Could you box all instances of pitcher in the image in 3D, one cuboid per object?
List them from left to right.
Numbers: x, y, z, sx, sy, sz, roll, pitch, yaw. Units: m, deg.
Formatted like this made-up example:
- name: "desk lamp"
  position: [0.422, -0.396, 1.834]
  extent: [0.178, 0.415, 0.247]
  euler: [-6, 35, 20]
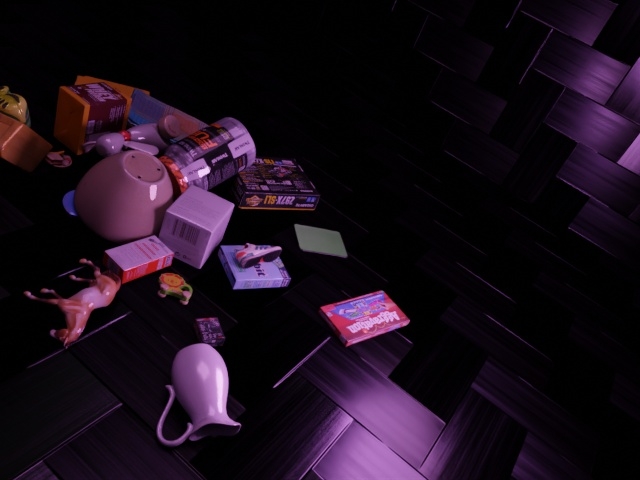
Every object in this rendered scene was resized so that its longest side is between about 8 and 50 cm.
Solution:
- name: "pitcher"
  position: [-0.289, 0.348, 1.277]
  extent: [0.178, 0.125, 0.207]
  euler: [-10, 56, -20]

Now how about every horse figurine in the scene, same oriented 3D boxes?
- name: "horse figurine"
  position: [-0.590, 0.136, 1.412]
  extent: [0.175, 0.066, 0.263]
  euler: [28, 35, 16]

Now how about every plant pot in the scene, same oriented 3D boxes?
- name: "plant pot"
  position: [-0.550, -0.154, 1.670]
  extent: [0.284, 0.191, 0.284]
  euler: [25, 39, -22]

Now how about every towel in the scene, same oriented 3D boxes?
- name: "towel"
  position: [-0.570, -0.449, 2.208]
  extent: [0.370, 0.040, 0.271]
  euler: [23, 32, -22]

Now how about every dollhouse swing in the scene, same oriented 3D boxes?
- name: "dollhouse swing"
  position: [-1.057, -0.254, 1.658]
  extent: [0.347, 0.304, 0.315]
  euler: [23, -9, -2]

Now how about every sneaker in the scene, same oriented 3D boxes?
- name: "sneaker"
  position: [-1.045, -0.431, 1.880]
  extent: [0.109, 0.123, 0.296]
  euler: [-30, 41, -30]
- name: "sneaker"
  position: [-0.192, 0.032, 1.743]
  extent: [0.161, 0.057, 0.075]
  euler: [-17, 57, -42]

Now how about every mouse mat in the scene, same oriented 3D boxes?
- name: "mouse mat"
  position: [0.000, 0.000, 2.037]
  extent: [0.190, 0.007, 0.152]
  euler: [9, 36, -21]

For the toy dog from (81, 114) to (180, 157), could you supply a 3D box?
- name: "toy dog"
  position: [-0.612, -0.309, 1.935]
  extent: [0.220, 0.160, 0.334]
  euler: [-6, 20, 48]

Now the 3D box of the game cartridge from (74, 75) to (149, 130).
- name: "game cartridge"
  position: [-0.818, -0.531, 2.216]
  extent: [0.286, 0.052, 0.323]
  euler: [10, 33, -21]

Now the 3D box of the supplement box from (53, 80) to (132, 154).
- name: "supplement box"
  position: [-0.781, -0.423, 1.951]
  extent: [0.129, 0.191, 0.194]
  euler: [36, 34, 17]

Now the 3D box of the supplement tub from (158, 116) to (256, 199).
- name: "supplement tub"
  position: [-0.394, -0.276, 1.944]
  extent: [0.194, 0.193, 0.316]
  euler: [39, 56, 21]

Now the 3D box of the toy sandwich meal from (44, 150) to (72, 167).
- name: "toy sandwich meal"
  position: [-0.847, -0.266, 1.837]
  extent: [0.086, 0.029, 0.085]
  euler: [17, 34, -12]

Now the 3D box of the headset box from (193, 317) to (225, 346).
- name: "headset box"
  position: [-0.293, 0.238, 1.491]
  extent: [0.062, 0.032, 0.083]
  euler: [1, 39, -33]

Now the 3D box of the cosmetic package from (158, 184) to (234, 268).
- name: "cosmetic package"
  position: [-0.378, -0.044, 1.721]
  extent: [0.151, 0.151, 0.183]
  euler: [26, 34, 0]

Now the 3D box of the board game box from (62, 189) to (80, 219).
- name: "board game box"
  position: [-0.683, -0.089, 1.698]
  extent: [0.169, 0.033, 0.133]
  euler: [18, 32, -24]

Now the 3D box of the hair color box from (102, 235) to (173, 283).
- name: "hair color box"
  position: [-0.509, 0.051, 1.594]
  extent: [0.093, 0.053, 0.167]
  euler: [39, 37, 22]

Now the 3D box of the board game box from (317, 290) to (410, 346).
- name: "board game box"
  position: [0.140, 0.238, 1.777]
  extent: [0.281, 0.027, 0.145]
  euler: [-10, 48, -41]

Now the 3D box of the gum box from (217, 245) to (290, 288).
- name: "gum box"
  position: [-0.206, 0.080, 1.759]
  extent: [0.185, 0.041, 0.157]
  euler: [-1, 41, -32]

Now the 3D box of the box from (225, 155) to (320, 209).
- name: "box"
  position: [-0.195, -0.222, 2.157]
  extent: [0.322, 0.079, 0.257]
  euler: [-1, 39, -34]

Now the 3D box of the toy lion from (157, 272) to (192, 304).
- name: "toy lion"
  position: [-0.403, 0.127, 1.580]
  extent: [0.100, 0.034, 0.096]
  euler: [21, 26, -7]
